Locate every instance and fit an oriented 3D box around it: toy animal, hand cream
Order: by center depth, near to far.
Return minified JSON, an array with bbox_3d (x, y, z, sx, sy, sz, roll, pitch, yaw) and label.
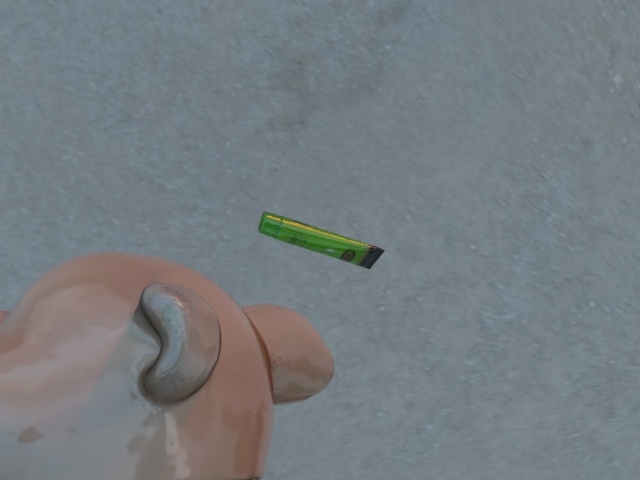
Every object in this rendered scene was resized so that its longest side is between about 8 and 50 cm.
[{"bbox_3d":[-0.095,0.160,0.704,0.326,0.237,0.269,40,94,21],"label":"toy animal"},{"bbox_3d":[0.000,0.000,1.218,0.122,0.036,0.023,17,52,-15],"label":"hand cream"}]
